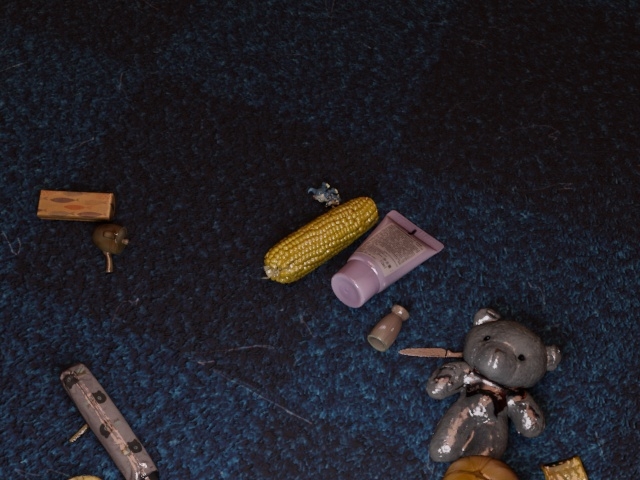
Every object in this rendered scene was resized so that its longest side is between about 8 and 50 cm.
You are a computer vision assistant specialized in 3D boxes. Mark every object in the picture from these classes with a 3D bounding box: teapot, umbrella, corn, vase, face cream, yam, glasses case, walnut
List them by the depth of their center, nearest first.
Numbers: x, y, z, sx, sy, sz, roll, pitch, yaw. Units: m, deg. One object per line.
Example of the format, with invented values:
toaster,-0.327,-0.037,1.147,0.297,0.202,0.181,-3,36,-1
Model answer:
walnut,0.300,0.494,1.720,0.167,0.207,0.167,-9,37,7
umbrella,-0.409,0.387,1.846,0.067,0.073,0.337,-36,72,-13
yam,-0.472,0.377,1.895,0.014,0.014,0.107,38,65,20
vase,0.148,0.186,1.988,0.053,0.053,0.101,31,60,17
face cream,0.141,0.039,2.064,0.154,0.096,0.274,36,52,22
corn,0.000,0.000,2.071,0.310,0.101,0.101,-32,64,-17
teapot,-0.477,0.015,2.078,0.080,0.085,0.110,12,80,9
glasses case,-0.566,-0.078,2.151,0.170,0.041,0.065,3,71,1

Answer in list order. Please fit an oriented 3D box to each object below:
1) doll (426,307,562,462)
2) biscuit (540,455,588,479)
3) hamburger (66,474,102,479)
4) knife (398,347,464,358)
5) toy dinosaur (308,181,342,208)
doll,0.344,0.302,1.857,0.246,0.158,0.340,26,63,17
biscuit,0.488,0.474,1.836,0.083,0.018,0.081,-14,60,-7
hamburger,-0.468,0.548,1.739,0.213,0.108,0.214,0,61,0
knife,0.251,0.241,1.979,0.170,0.010,0.023,2,60,3
toy dinosaur,0.011,-0.105,2.173,0.083,0.030,0.047,35,63,19
